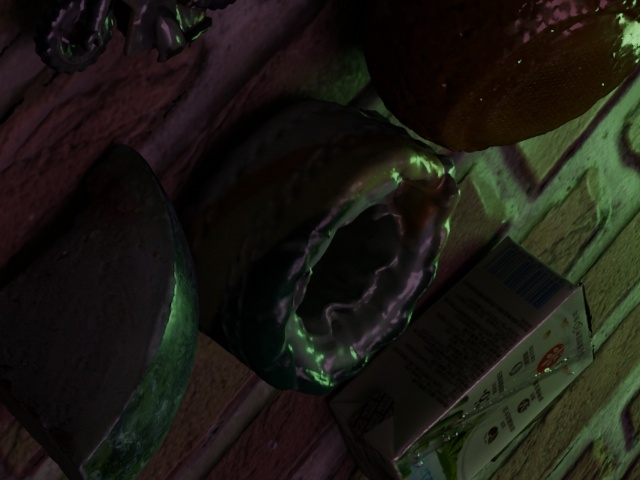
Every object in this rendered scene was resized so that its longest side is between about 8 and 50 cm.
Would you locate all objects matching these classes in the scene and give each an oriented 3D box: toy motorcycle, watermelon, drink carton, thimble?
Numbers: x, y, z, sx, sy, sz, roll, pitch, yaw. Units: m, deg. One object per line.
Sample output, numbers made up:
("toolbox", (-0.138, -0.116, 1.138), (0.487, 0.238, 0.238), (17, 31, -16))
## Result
("toy motorcycle", (-0.134, -0.219, 1.221), (0.229, 0.094, 0.130), (-31, 138, -38))
("watermelon", (-0.218, 0.088, 1.375), (0.289, 0.213, 0.320), (118, -25, -73))
("drink carton", (0.181, 0.170, 1.885), (0.324, 0.132, 0.194), (-42, 145, -15))
("thimble", (0.000, 0.000, 1.498), (0.288, 0.167, 0.254), (-49, 146, -6))

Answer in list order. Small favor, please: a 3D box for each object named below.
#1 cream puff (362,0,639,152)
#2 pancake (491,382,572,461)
("cream puff", (0.175, -0.223, 1.473), (0.303, 0.212, 0.303), (-24, 163, -8))
("pancake", (0.294, 0.212, 2.089), (0.222, 0.042, 0.236), (-53, 162, 3))
